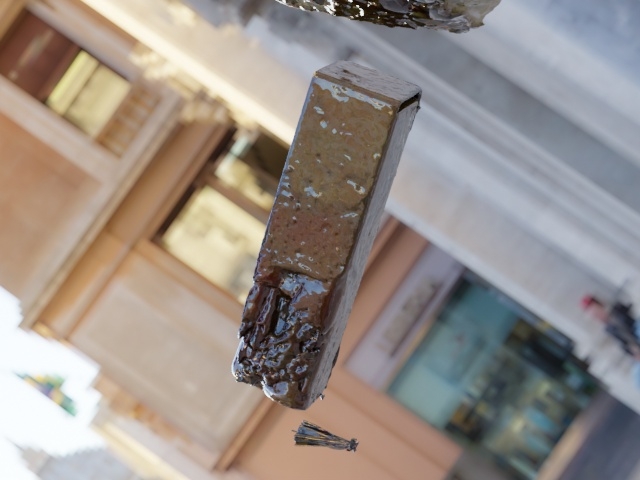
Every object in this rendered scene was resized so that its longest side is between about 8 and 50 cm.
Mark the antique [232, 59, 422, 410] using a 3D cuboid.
[{"bbox_3d":[0.000,0.000,1.659,0.093,0.087,0.310,-40,-31,-69],"label":"antique"}]

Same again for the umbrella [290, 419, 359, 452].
[{"bbox_3d":[0.002,0.203,1.903,0.031,0.083,0.020,-34,-50,-49],"label":"umbrella"}]

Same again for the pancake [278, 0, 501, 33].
[{"bbox_3d":[0.007,-0.204,1.302,0.266,0.244,0.057,21,-98,-46],"label":"pancake"}]
